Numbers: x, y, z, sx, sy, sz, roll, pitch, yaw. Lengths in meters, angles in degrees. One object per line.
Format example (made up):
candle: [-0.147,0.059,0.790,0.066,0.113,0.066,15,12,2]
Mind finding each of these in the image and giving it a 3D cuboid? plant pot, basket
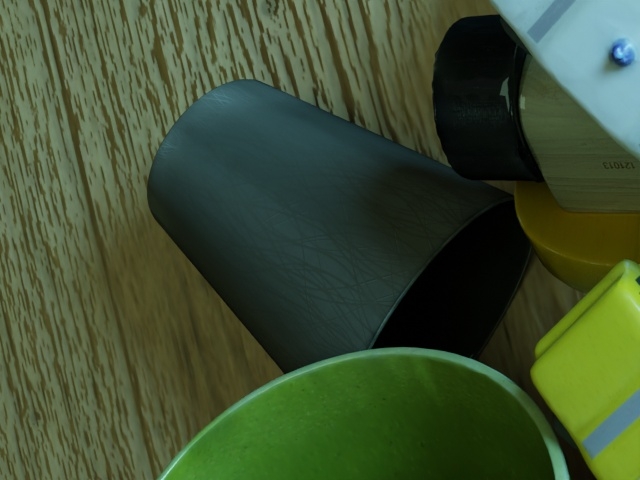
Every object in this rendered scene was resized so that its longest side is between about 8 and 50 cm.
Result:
plant pot: [0.063,0.261,0.887,0.274,0.293,0.275,-19,38,16]
basket: [0.000,0.000,1.023,0.227,0.154,0.204,37,106,30]

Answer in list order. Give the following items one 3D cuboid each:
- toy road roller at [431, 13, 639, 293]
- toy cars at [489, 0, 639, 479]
toy road roller: [0.218,-0.106,0.892,0.202,0.240,0.329,1,53,30]
toy cars: [0.165,0.008,0.712,0.176,0.087,0.394,-2,106,31]
